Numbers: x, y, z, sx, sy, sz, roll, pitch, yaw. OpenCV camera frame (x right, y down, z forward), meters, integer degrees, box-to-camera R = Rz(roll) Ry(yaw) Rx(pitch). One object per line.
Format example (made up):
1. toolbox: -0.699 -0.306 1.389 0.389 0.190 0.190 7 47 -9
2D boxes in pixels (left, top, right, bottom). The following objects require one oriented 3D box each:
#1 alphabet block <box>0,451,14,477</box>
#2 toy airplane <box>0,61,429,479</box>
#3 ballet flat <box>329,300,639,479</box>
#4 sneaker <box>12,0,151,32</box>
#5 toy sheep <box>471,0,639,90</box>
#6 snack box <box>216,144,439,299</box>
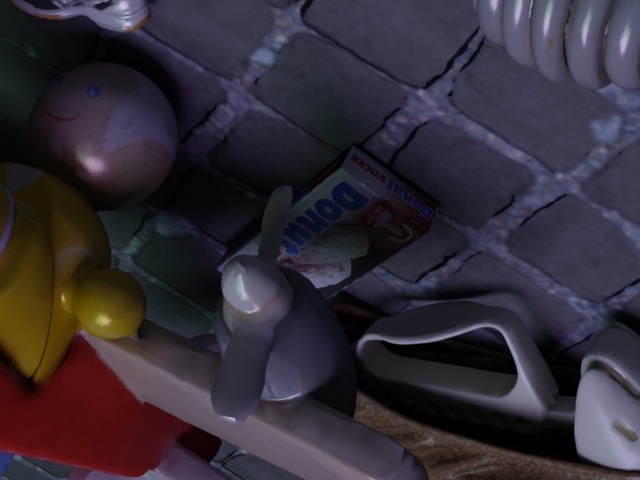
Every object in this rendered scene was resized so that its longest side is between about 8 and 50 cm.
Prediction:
1. alphabet block: -0.336 0.090 1.083 0.197 0.193 0.192 -11 130 46
2. toy airplane: -0.143 0.035 0.822 0.386 0.272 0.384 23 177 -9
3. ballet flat: 0.133 0.099 0.854 0.342 0.116 0.124 12 126 30
4. sneaker: -0.129 -0.138 0.758 0.083 0.032 0.037 11 131 16
5. toy sheep: 0.106 -0.107 0.577 0.132 0.091 0.091 27 152 29
6. snack box: 0.000 0.000 0.864 0.064 0.022 0.178 36 148 -11
